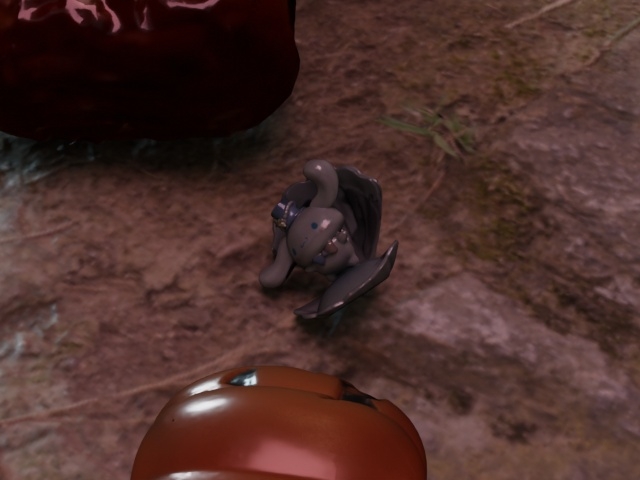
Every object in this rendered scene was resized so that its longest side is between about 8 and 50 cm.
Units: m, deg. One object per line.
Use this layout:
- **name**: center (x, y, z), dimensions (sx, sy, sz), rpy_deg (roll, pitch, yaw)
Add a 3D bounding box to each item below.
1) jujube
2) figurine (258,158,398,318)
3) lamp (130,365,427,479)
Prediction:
- **jujube**: center (-0.124, -0.137, 0.908), dimensions (0.230, 0.155, 0.155), rpy_deg (-6, 52, -10)
- **figurine**: center (0.000, 0.000, 0.858), dimensions (0.086, 0.094, 0.082), rpy_deg (56, 20, 2)
- **lamp**: center (-0.031, 0.152, 0.657), dimensions (0.164, 0.187, 0.187), rpy_deg (8, 50, 5)
